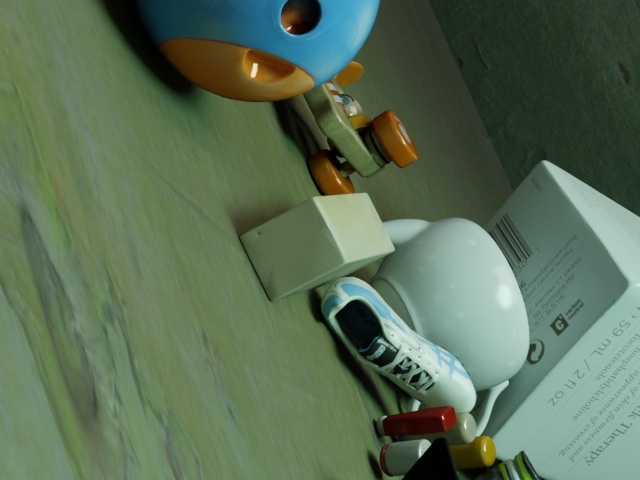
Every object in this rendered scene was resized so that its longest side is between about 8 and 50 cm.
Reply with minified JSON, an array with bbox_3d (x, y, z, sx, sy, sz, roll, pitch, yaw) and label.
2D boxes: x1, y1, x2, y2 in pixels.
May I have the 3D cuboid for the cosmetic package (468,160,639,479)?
[{"bbox_3d":[0.414,0.155,2.224,0.394,0.329,0.327,26,22,-32],"label":"cosmetic package"}]

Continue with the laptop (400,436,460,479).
[{"bbox_3d":[0.154,0.377,1.598,0.264,0.137,0.234,46,22,-48],"label":"laptop"}]

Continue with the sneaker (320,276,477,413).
[{"bbox_3d":[0.093,0.143,1.858,0.237,0.085,0.086,41,30,-7],"label":"sneaker"}]

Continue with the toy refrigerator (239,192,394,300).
[{"bbox_3d":[0.000,0.000,1.814,0.094,0.102,0.269,64,15,5],"label":"toy refrigerator"}]

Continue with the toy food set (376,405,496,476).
[{"bbox_3d":[0.116,0.266,1.820,0.232,0.104,0.111,-30,107,-58],"label":"toy food set"}]

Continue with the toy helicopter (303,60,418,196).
[{"bbox_3d":[-0.011,-0.238,2.150,0.355,0.140,0.235,50,17,-34],"label":"toy helicopter"}]

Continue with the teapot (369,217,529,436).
[{"bbox_3d":[0.146,0.105,1.998,0.256,0.187,0.252,53,-23,43],"label":"teapot"}]

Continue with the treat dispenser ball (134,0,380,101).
[{"bbox_3d":[-0.072,-0.303,1.731,0.288,0.288,0.288,56,16,-24],"label":"treat dispenser ball"}]

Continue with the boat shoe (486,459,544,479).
[{"bbox_3d":[0.309,0.367,2.225,0.113,0.105,0.306,61,14,-9],"label":"boat shoe"}]

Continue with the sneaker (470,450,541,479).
[{"bbox_3d":[0.221,0.346,1.961,0.300,0.121,0.111,80,-13,-71],"label":"sneaker"}]
